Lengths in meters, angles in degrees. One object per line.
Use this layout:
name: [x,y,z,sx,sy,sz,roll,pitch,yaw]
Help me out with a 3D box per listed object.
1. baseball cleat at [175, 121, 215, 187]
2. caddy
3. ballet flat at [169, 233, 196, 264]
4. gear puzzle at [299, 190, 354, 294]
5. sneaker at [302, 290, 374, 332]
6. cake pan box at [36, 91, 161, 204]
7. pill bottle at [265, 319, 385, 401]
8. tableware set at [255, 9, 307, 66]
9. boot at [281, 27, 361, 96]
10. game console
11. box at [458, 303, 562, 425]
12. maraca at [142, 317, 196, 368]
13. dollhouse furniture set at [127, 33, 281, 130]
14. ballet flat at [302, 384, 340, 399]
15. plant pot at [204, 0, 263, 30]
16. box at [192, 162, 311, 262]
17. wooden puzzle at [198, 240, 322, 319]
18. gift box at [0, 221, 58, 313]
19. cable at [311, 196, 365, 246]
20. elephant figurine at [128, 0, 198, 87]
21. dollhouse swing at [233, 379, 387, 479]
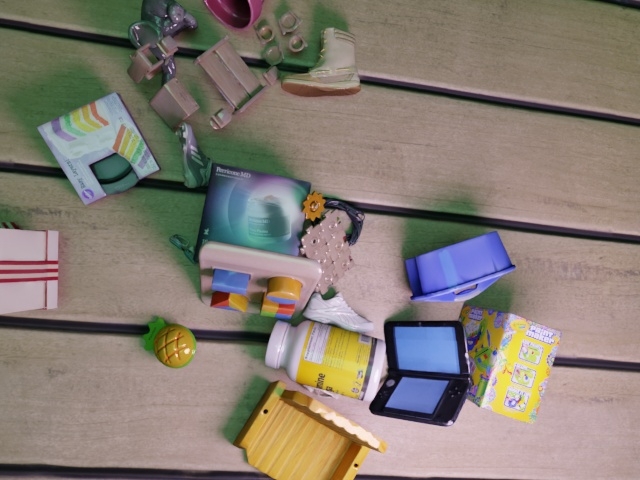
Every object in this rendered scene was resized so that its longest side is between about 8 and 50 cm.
baseball cleat: [-0.377,-0.262,1.409,0.110,0.072,0.205,-13,127,-30]
caddy: [0.433,0.099,1.449,0.342,0.241,0.179,-17,85,-8]
ballet flat: [-0.415,0.023,1.429,0.041,0.041,0.114,-45,95,-8]
gear puzzle: [0.000,0.000,1.392,0.175,0.044,0.338,-41,132,-26]
sneaker: [0.068,0.224,1.466,0.232,0.090,0.115,18,81,-8]
cake pan box: [-0.647,-0.266,1.373,0.246,0.070,0.266,-27,104,-7]
pill bottle: [0.013,0.349,1.386,0.334,0.188,0.187,14,85,6]
tableware set: [-0.127,-0.655,1.495,0.169,0.020,0.141,-25,84,9]
boot: [-0.003,-0.577,1.491,0.262,0.095,0.203,-4,88,-10]
game console: [0.279,0.382,1.370,0.250,0.293,0.173,-43,112,-40]
box: [0.538,0.364,1.424,0.177,0.290,0.279,20,85,-7]
maraca: [-0.452,0.306,1.382,0.186,0.099,0.127,22,81,19]
dollhouse furniture set: [-0.356,-0.517,1.428,0.303,0.174,0.355,51,61,-21]
ballet flat: [-0.010,0.463,1.458,0.168,0.057,0.052,21,95,-6]
plant pot: [-0.243,-0.793,1.429,0.201,0.201,0.180,35,67,-5]
box: [-0.204,-0.052,1.393,0.297,0.183,0.293,10,84,-8]
wooden puzzle: [-0.185,0.143,1.313,0.322,0.347,0.080,11,57,-8]
gift box: [-0.891,0.071,1.253,0.277,0.258,0.254,4,88,11]
cable: [0.046,-0.058,1.502,0.185,0.047,0.150,25,89,-9]
elephant figurine: [-0.498,-0.612,1.401,0.186,0.169,0.239,40,99,24]
dollhouse swing: [-0.032,0.602,1.321,0.347,0.305,0.315,33,83,-6]
